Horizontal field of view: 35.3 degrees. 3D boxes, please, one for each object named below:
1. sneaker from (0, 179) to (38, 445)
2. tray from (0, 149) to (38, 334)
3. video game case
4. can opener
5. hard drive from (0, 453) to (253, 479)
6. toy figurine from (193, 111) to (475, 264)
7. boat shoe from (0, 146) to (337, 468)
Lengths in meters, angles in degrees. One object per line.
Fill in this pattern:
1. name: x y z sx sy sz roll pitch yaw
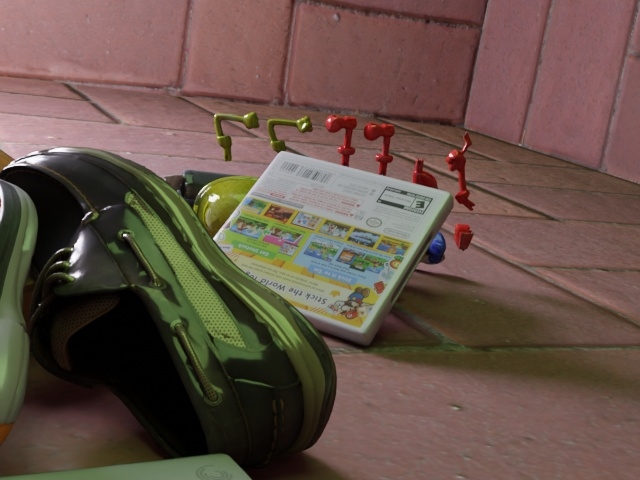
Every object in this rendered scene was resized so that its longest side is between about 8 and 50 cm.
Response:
1. sneaker: -0.288 0.010 0.646 0.180 0.124 0.321 30 13 -30
2. tray: -0.383 -0.054 0.952 0.411 0.076 0.203 34 21 18
3. video game case: 0.000 0.000 1.091 0.227 0.026 0.206 17 55 28
4. can opener: -0.175 -0.051 1.400 0.280 0.074 0.093 1 49 -25
5. hard drive: -0.146 0.175 0.480 0.308 0.040 0.203 1 16 -32
6. toy figurine: 0.027 -0.036 1.208 0.363 0.191 0.217 7 18 -5
7. boat shoe: -0.147 0.039 0.747 0.355 0.132 0.130 34 32 29
